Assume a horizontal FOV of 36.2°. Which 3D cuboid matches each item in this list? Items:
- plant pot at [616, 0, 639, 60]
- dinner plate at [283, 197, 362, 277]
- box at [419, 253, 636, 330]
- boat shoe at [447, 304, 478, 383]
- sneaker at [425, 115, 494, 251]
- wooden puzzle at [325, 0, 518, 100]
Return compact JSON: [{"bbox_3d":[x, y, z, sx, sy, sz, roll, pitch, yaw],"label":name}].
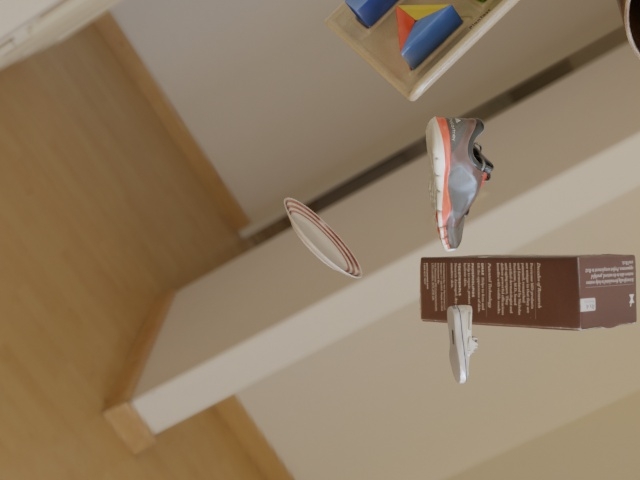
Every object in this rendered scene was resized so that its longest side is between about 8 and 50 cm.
[{"bbox_3d":[0.363,-0.305,0.943,0.215,0.215,0.230,49,22,-41],"label":"plant pot"},{"bbox_3d":[0.000,0.000,1.261,0.141,0.017,0.141,44,12,-11],"label":"dinner plate"},{"bbox_3d":[0.390,0.094,1.885,0.191,0.381,0.143,-1,91,-42],"label":"box"},{"bbox_3d":[0.181,0.129,1.224,0.035,0.035,0.100,-164,-113,-76],"label":"boat shoe"},{"bbox_3d":[0.142,-0.053,0.969,0.061,0.064,0.158,-99,-179,-48],"label":"sneaker"},{"bbox_3d":[0.178,-0.421,1.600,0.080,0.322,0.348,41,7,-40],"label":"wooden puzzle"}]
